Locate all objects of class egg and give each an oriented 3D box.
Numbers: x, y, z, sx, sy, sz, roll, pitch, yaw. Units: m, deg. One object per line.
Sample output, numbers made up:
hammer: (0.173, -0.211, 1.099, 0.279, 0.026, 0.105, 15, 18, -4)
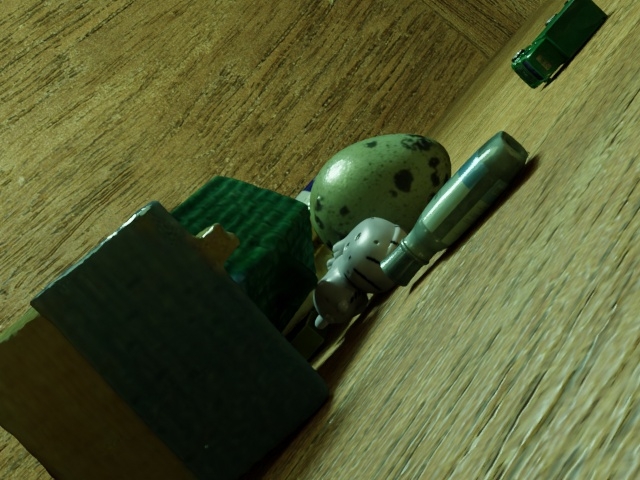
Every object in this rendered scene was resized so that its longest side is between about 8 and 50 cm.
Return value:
egg: (0.090, -0.068, 1.330, 0.228, 0.177, 0.177, -37, 4, 12)

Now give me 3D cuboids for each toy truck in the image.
toy truck: (0.373, -0.312, 1.427, 0.147, 0.065, 0.079, -47, 5, -10)

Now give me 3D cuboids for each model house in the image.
model house: (-0.143, 0.111, 1.102, 0.343, 0.334, 0.382, -36, 11, 29)

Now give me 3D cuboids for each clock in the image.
clock: (0.053, 0.049, 1.226, 0.176, 0.080, 0.117, -42, 20, 49)

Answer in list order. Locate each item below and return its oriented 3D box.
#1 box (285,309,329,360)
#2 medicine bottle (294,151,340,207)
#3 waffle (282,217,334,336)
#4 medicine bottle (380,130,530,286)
box: (-0.051, 0.182, 1.511, 0.173, 0.043, 0.311, -49, 1, 8)
medicine bottle: (0.000, 0.000, 1.827, 0.332, 0.190, 0.190, -49, 2, -10)
waffle: (-0.109, 0.137, 1.466, 0.376, 0.114, 0.261, -49, 4, 23)
medicine bottle: (0.149, -0.033, 1.027, 0.208, 0.054, 0.090, -48, 1, 21)
